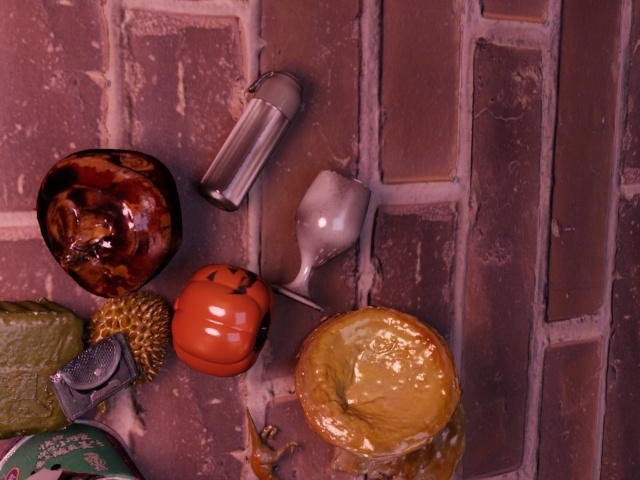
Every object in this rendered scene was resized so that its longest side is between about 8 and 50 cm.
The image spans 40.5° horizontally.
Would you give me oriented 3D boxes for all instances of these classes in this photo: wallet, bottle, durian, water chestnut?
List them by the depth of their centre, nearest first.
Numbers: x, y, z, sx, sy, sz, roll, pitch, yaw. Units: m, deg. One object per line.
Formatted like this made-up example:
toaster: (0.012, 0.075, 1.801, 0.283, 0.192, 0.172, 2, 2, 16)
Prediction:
water chestnut: (-0.311, -0.027, 1.272, 0.238, 0.223, 0.224, -33, 119, -62)
wallet: (-0.333, 0.201, 1.289, 0.129, 0.026, 0.088, -34, 119, -37)
durian: (-0.313, 0.181, 1.380, 0.146, 0.102, 0.208, 27, 86, -40)
bottle: (-0.120, -0.173, 1.472, 0.096, 0.079, 0.254, 30, 79, 5)

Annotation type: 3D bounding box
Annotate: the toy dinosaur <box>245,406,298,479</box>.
toy dinosaur: (-0.115, 0.393, 1.583, 0.162, 0.039, 0.126, 40, 76, -30)

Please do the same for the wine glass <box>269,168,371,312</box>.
wine glass: (0.000, 0.000, 1.549, 0.126, 0.126, 0.241, 27, 85, -34)

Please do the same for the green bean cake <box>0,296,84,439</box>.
green bean cake: (-0.463, 0.189, 1.269, 0.214, 0.113, 0.201, 3, 97, -36)

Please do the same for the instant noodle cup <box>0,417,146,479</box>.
instant noodle cup: (-0.366, 0.418, 1.322, 0.251, 0.190, 0.251, -6, 101, -33)

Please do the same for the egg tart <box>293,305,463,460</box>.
egg tart: (0.104, 0.270, 1.611, 0.315, 0.315, 0.120, -41, 158, -22)

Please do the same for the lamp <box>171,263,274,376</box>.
lamp: (-0.167, 0.128, 1.426, 0.187, 0.163, 0.188, 18, 90, -78)

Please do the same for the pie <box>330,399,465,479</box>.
pie: (0.171, 0.396, 1.754, 0.337, 0.075, 0.338, -5, 99, -32)
